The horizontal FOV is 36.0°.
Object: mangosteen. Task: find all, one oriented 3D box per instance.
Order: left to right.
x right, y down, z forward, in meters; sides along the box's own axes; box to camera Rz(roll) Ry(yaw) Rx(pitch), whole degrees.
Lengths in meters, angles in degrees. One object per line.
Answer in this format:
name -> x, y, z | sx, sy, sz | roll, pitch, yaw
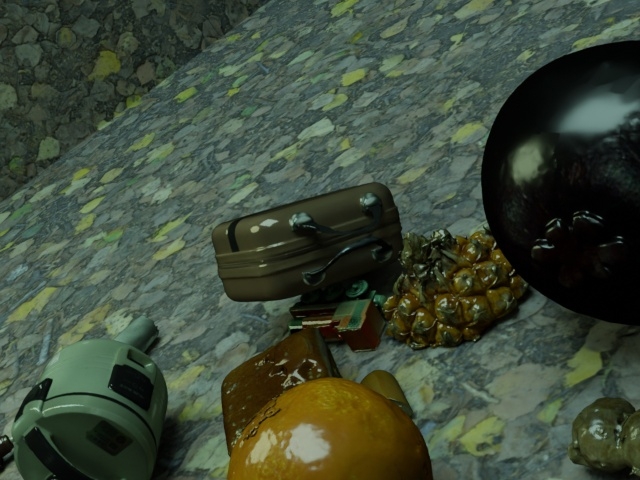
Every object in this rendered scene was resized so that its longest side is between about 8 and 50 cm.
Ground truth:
mangosteen -> 0.419, -0.094, 1.281 | 0.382, 0.382, 0.435 | -3, 29, 42

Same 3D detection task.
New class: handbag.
handbag -> 0.000, 0.000, 1.621 | 0.302, 0.149, 0.283 | -15, 6, -29

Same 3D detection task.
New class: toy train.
toy train -> 0.023, 0.126, 1.600 | 0.176, 0.074, 0.118 | -8, 37, 32

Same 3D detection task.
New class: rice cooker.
rice cooker -> -0.351, 0.284, 1.523 | 0.226, 0.226, 0.244 | -21, 28, 16

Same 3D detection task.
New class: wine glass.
wine glass -> -0.393, 0.236, 1.820 | 0.074, 0.074, 0.262 | 0, 38, 44

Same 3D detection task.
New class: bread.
bread -> -0.048, 0.242, 1.424 | 0.184, 0.110, 0.234 | -29, 28, 2
bread -> 0.087, 0.224, 1.391 | 0.062, 0.049, 0.103 | -29, 25, 1

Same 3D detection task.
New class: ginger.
ginger -> 0.375, 0.219, 1.087 | 0.204, 0.080, 0.104 | -1, 33, 47

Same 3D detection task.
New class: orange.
orange -> 0.013, 0.288, 1.150 | 0.246, 0.246, 0.246 | -23, 28, 13

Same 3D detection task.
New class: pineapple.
pineapple -> 0.199, 0.058, 1.454 | 0.250, 0.164, 0.140 | -27, 35, -3

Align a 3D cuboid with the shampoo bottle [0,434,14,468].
shampoo bottle -> -0.622, 0.403, 1.753 | 0.236, 0.067, 0.068 | -35, 18, -10
